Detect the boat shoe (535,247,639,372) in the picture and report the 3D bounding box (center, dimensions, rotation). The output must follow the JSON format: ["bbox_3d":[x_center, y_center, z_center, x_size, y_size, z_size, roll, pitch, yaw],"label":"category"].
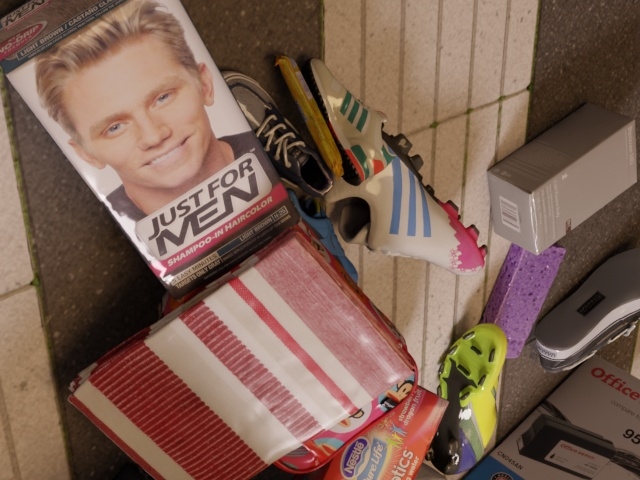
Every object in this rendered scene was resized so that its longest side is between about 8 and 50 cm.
[{"bbox_3d":[0.512,0.129,1.932,0.306,0.113,0.105,-39,142,-17],"label":"boat shoe"}]

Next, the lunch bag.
[{"bbox_3d":[-0.055,0.136,1.313,0.258,0.120,0.293,-39,113,10],"label":"lunch bag"}]

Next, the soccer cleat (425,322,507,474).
[{"bbox_3d":[0.250,0.253,1.773,0.121,0.093,0.289,-12,125,-42],"label":"soccer cleat"}]

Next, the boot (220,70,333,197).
[{"bbox_3d":[-0.052,-0.122,1.256,0.069,0.086,0.190,-53,138,-5],"label":"boot"}]

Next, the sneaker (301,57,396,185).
[{"bbox_3d":[0.035,-0.150,1.303,0.075,0.057,0.161,-27,92,-22],"label":"sneaker"}]

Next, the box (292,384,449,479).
[{"bbox_3d":[0.059,0.309,1.536,0.128,0.123,0.256,27,84,-14],"label":"box"}]

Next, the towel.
[{"bbox_3d":[-0.089,0.155,1.233,0.329,0.037,0.237,-34,116,12],"label":"towel"}]

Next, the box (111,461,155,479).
[{"bbox_3d":[-0.184,0.624,1.344,0.472,0.297,0.480,43,81,-28],"label":"box"}]

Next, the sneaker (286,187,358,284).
[{"bbox_3d":[0.000,0.000,1.393,0.082,0.069,0.209,-56,138,-1],"label":"sneaker"}]

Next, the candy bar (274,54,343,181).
[{"bbox_3d":[-0.010,-0.145,1.262,0.161,0.018,0.040,63,20,-5],"label":"candy bar"}]

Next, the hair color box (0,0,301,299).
[{"bbox_3d":[-0.168,-0.110,1.110,0.174,0.105,0.347,-33,135,-4],"label":"hair color box"}]

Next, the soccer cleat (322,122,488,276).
[{"bbox_3d":[0.103,-0.028,1.457,0.143,0.116,0.331,-45,133,0],"label":"soccer cleat"}]

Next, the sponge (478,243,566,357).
[{"bbox_3d":[0.325,0.096,1.792,0.117,0.031,0.210,7,109,-45],"label":"sponge"}]

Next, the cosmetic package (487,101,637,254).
[{"bbox_3d":[0.374,-0.098,1.668,0.238,0.107,0.127,-33,130,-21],"label":"cosmetic package"}]

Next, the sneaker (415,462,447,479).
[{"bbox_3d":[0.093,0.426,1.713,0.269,0.101,0.153,16,100,-50],"label":"sneaker"}]

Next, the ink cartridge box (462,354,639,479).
[{"bbox_3d":[0.486,0.432,1.958,0.395,0.285,0.166,-39,135,-20],"label":"ink cartridge box"}]
